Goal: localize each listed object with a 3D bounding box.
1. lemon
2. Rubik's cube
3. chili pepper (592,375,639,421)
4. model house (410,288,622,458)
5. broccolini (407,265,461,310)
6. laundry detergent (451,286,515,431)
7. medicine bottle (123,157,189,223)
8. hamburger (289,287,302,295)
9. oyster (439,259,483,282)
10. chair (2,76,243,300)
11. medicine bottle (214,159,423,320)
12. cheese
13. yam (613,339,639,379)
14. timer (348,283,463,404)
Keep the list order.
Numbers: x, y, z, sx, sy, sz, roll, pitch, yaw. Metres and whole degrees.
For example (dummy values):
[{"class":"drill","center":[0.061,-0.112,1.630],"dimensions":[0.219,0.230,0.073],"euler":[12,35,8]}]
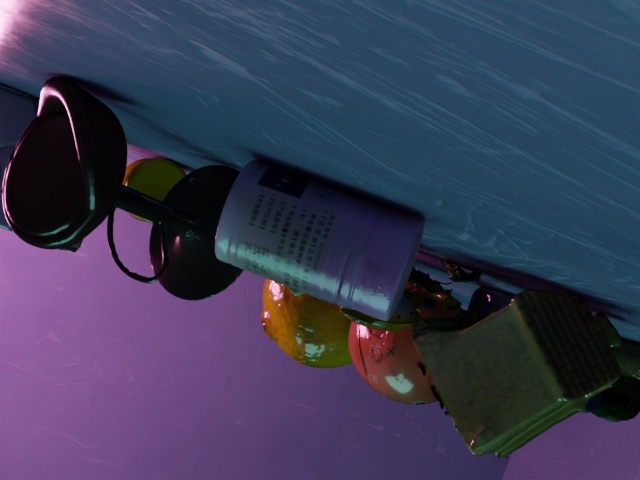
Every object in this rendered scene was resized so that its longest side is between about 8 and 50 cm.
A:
[{"class":"lemon","center":[0.017,0.126,2.220],"dimensions":[0.293,0.293,0.293],"euler":[21,176,2]},{"class":"Rubik's cube","center":[-0.497,-0.121,1.877],"dimensions":[0.231,0.221,0.224],"euler":[21,176,-6]},{"class":"chili pepper","center":[0.652,0.320,2.416],"dimensions":[0.261,0.165,0.173],"euler":[21,165,-28]},{"class":"model house","center":[0.332,0.182,1.749],"dimensions":[0.321,0.266,0.261],"euler":[15,-134,-64]},{"class":"broccolini","center":[0.175,0.064,1.877],"dimensions":[0.123,0.062,0.271],"euler":[23,-175,-15]},{"class":"laundry detergent","center":[0.318,0.241,2.101],"dimensions":[0.143,0.290,0.094],"euler":[14,173,45]},{"class":"medicine bottle","center":[-0.326,-0.096,2.061],"dimensions":[0.121,0.122,0.212],"euler":[22,176,-20]},{"class":"hamburger","center":[-0.030,0.012,1.814],"dimensions":[0.276,0.151,0.260],"euler":[22,174,-14]},{"class":"oyster","center":[0.246,0.059,1.875],"dimensions":[0.086,0.029,0.132],"euler":[18,175,30]},{"class":"chair","center":[-0.283,-0.066,1.555],"dimensions":[0.226,0.227,0.401],"euler":[18,174,35]},{"class":"medicine bottle","center":[0.000,0.000,1.484],"dimensions":[0.253,0.152,0.152],"euler":[20,176,9]},{"class":"cheese","center":[0.115,0.109,1.866],"dimensions":[0.156,0.064,0.250],"euler":[22,-165,27]},{"class":"yam","center":[0.535,0.214,2.186],"dimensions":[0.083,0.083,0.371],"euler":[23,174,-34]},{"class":"timer","center":[0.172,0.193,2.050],"dimensions":[0.229,0.230,0.215],"euler":[25,-179,-43]}]
